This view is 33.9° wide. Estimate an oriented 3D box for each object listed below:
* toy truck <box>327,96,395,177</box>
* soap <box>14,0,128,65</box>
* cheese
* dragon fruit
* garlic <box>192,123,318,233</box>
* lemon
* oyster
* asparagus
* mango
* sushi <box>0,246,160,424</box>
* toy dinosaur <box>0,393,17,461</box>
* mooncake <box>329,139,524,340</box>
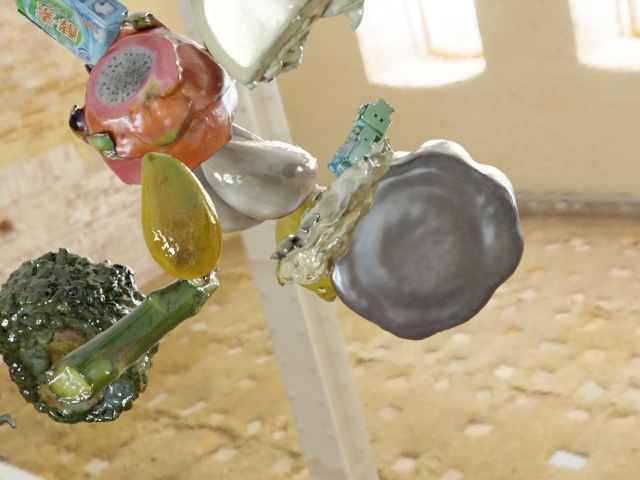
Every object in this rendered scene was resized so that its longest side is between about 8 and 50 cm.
[{"bbox_3d":[0.085,-0.180,1.825,0.081,0.067,0.175,-27,-151,57],"label":"toy truck"},{"bbox_3d":[-0.480,-0.446,1.996,0.077,0.293,0.156,-47,171,-32],"label":"soap"},{"bbox_3d":[-0.072,-0.367,1.607,0.266,0.233,0.127,-41,-178,37],"label":"cheese"},{"bbox_3d":[-0.289,-0.238,1.760,0.291,0.189,0.290,-18,-130,22],"label":"dragon fruit"},{"bbox_3d":[-0.169,-0.151,1.919,0.231,0.340,0.246,-24,-143,60],"label":"garlic"},{"bbox_3d":[0.000,0.000,2.149,0.188,0.256,0.188,-11,176,-1],"label":"lemon"},{"bbox_3d":[0.022,-0.028,1.223,0.209,0.072,0.133,-50,-170,-4],"label":"oyster"},{"bbox_3d":[-0.284,0.141,1.684,0.343,0.082,0.085,-38,169,-23],"label":"asparagus"},{"bbox_3d":[-0.183,-0.026,1.358,0.101,0.187,0.066,-14,-167,8],"label":"mango"},{"bbox_3d":[-0.472,0.191,2.073,0.294,0.352,0.178,-1,-140,10],"label":"sushi"},{"bbox_3d":[-0.602,0.295,1.757,0.162,0.294,0.077,-18,156,-7],"label":"toy dinosaur"},{"bbox_3d":[0.159,-0.004,1.613,0.306,0.306,0.154,-11,-166,11],"label":"mooncake"}]
